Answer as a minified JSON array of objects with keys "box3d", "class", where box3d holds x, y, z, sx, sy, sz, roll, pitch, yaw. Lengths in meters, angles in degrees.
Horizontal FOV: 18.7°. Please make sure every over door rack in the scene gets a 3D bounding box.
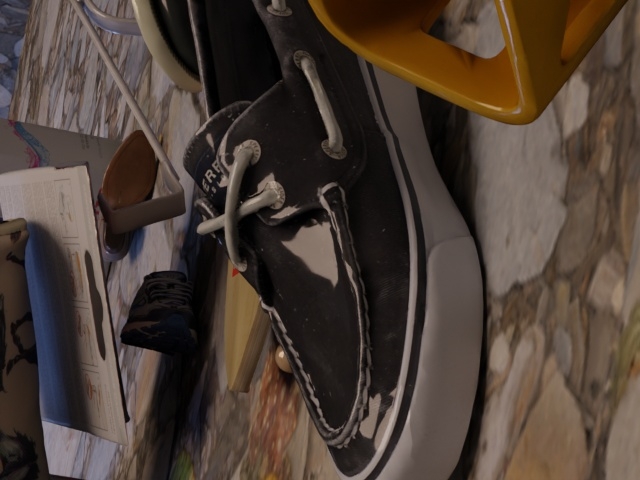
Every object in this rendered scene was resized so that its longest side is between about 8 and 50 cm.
[{"box3d":[-0.129,-0.197,1.367,0.324,0.108,0.239,-106,9,-47],"class":"over door rack"}]

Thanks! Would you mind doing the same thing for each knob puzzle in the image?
[{"box3d":[-0.023,-0.012,1.063,0.213,0.030,0.213,-170,90,-80],"class":"knob puzzle"}]

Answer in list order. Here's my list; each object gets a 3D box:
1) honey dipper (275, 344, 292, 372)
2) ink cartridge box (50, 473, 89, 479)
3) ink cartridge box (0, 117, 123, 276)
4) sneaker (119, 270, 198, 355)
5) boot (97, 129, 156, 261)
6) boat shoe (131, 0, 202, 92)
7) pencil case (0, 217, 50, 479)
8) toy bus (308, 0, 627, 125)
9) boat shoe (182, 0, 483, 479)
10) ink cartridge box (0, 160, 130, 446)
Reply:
[{"box3d":[0.000,0.000,0.980,0.030,0.030,0.160,-103,26,-59],"class":"honey dipper"},{"box3d":[-0.217,0.215,1.524,0.209,0.109,0.062,165,115,-75],"class":"ink cartridge box"},{"box3d":[-0.296,-0.028,1.807,0.093,0.212,0.154,-115,38,-61],"class":"ink cartridge box"},{"box3d":[-0.112,0.047,1.352,0.135,0.052,0.058,168,116,-75],"class":"sneaker"},{"box3d":[-0.170,-0.039,1.673,0.087,0.042,0.118,-138,66,-83],"class":"boot"},{"box3d":[-0.023,-0.239,1.089,0.127,0.113,0.340,51,-139,-45],"class":"boat shoe"},{"box3d":[-0.268,0.188,1.320,0.183,0.160,0.410,-4,-90,-60],"class":"pencil case"},{"box3d":[0.077,-0.133,0.598,0.104,0.202,0.191,67,-167,-55],"class":"toy bus"},{"box3d":[-0.008,-0.023,0.830,0.108,0.102,0.301,-52,36,45],"class":"boat shoe"},{"box3d":[-0.159,0.039,1.342,0.232,0.066,0.189,-2,97,63],"class":"ink cartridge box"}]
